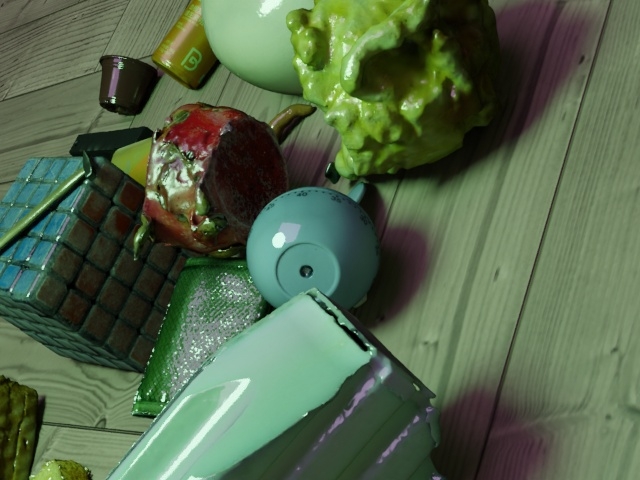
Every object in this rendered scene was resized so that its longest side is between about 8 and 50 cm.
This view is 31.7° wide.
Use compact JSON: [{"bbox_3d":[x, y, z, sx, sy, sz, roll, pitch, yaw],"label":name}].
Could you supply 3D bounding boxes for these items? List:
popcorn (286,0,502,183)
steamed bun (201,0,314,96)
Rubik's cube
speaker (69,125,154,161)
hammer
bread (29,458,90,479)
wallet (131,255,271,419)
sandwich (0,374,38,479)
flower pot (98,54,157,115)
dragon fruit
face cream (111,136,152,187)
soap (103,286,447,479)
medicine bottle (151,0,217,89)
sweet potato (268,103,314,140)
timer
[{"bbox_3d":[0.091,-0.207,1.360,0.237,0.293,0.293,10,66,31],"label":"popcorn"},{"bbox_3d":[-0.041,-0.378,1.666,0.324,0.206,0.324,-22,52,32],"label":"steamed bun"},{"bbox_3d":[-0.346,0.031,1.643,0.237,0.238,0.237,6,62,47],"label":"Rubik's cube"},{"bbox_3d":[-0.342,-0.152,1.932,0.218,0.082,0.044,2,61,48],"label":"speaker"},{"bbox_3d":[-0.382,-0.046,1.538,0.199,0.013,0.062,-38,39,13],"label":"hammer"},{"bbox_3d":[-0.353,0.365,1.520,0.103,0.065,0.187,-53,34,9],"label":"bread"},{"bbox_3d":[-0.145,0.132,1.486,0.160,0.055,0.236,0,62,33],"label":"wallet"},{"bbox_3d":[-0.565,0.381,1.706,0.301,0.099,0.271,-29,41,27],"label":"sandwich"},{"bbox_3d":[-0.361,-0.279,2.062,0.111,0.111,0.089,0,75,48],"label":"flower pot"},{"bbox_3d":[-0.130,-0.068,1.500,0.147,0.211,0.282,4,41,26],"label":"dragon fruit"},{"bbox_3d":[-0.214,-0.102,1.733,0.285,0.067,0.139,-12,88,42],"label":"face cream"},{"bbox_3d":[-0.070,0.279,1.103,0.446,0.261,0.156,-50,32,4],"label":"soap"},{"bbox_3d":[-0.201,-0.362,1.947,0.192,0.096,0.096,-54,35,-3],"label":"medicine bottle"},{"bbox_3d":[-0.086,-0.154,1.690,0.179,0.044,0.044,-33,39,27],"label":"sweet potato"},{"bbox_3d":[0.008,0.016,1.374,0.175,0.255,0.175,-1,88,20],"label":"timer"}]
